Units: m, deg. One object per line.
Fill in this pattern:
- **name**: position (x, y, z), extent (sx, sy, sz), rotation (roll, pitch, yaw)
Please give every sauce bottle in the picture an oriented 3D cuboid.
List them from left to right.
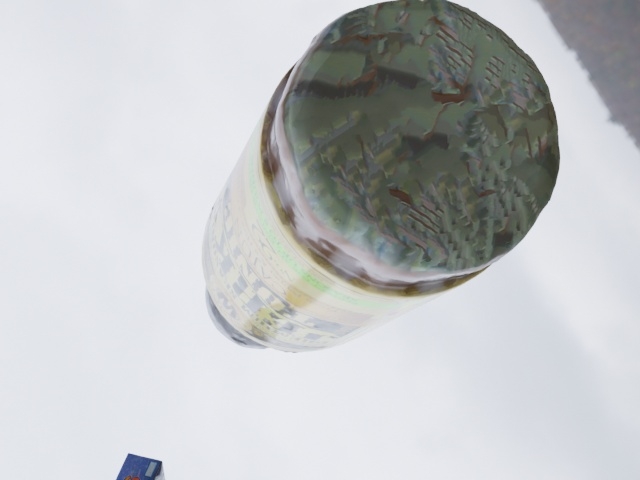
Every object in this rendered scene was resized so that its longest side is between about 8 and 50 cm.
- **sauce bottle**: position (0.000, 0.000, 0.533), extent (0.111, 0.111, 0.344), rotation (60, 162, 6)

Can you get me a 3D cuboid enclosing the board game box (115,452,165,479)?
- **board game box**: position (-0.169, 0.303, 0.945), extent (0.201, 0.035, 0.136), rotation (90, -165, -44)
